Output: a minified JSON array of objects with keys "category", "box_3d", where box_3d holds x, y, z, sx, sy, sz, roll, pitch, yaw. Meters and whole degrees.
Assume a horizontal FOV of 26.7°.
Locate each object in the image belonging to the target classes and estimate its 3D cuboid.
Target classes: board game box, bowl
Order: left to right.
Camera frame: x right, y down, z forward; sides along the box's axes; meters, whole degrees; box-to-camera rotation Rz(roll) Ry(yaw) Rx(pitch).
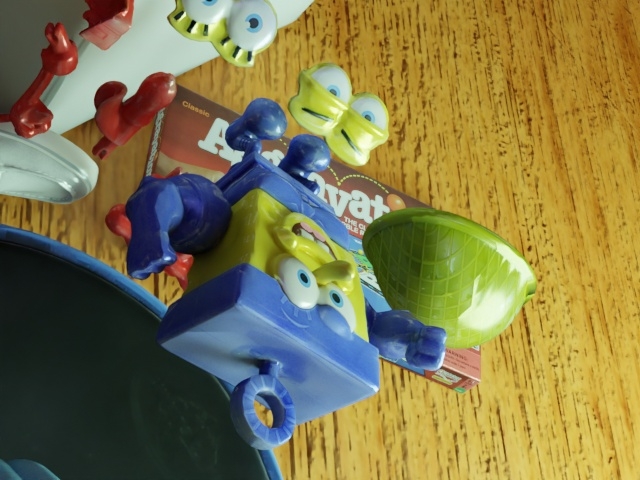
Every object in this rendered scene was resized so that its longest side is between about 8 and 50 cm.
[{"category":"bowl","box_3d":[-0.179,0.162,0.701,0.391,0.077,0.391,20,51,-26]},{"category":"board game box","box_3d":[0.000,0.000,0.988,0.281,0.027,0.145,24,48,-23]}]

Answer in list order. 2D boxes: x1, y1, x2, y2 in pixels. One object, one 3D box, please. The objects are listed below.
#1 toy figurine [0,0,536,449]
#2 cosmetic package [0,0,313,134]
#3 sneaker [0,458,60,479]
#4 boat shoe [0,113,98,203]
[{"category":"toy figurine","box_3d":[-0.027,0.044,0.766,0.362,0.191,0.217,38,35,-33]},{"category":"cosmetic package","box_3d":[-0.153,-0.339,0.889,0.393,0.327,0.329,51,44,4]},{"category":"sneaker","box_3d":[-0.150,0.219,0.540,0.208,0.127,0.319,8,57,-32]},{"category":"boat shoe","box_3d":[-0.228,-0.049,0.821,0.184,0.066,0.063,21,61,-27]}]
